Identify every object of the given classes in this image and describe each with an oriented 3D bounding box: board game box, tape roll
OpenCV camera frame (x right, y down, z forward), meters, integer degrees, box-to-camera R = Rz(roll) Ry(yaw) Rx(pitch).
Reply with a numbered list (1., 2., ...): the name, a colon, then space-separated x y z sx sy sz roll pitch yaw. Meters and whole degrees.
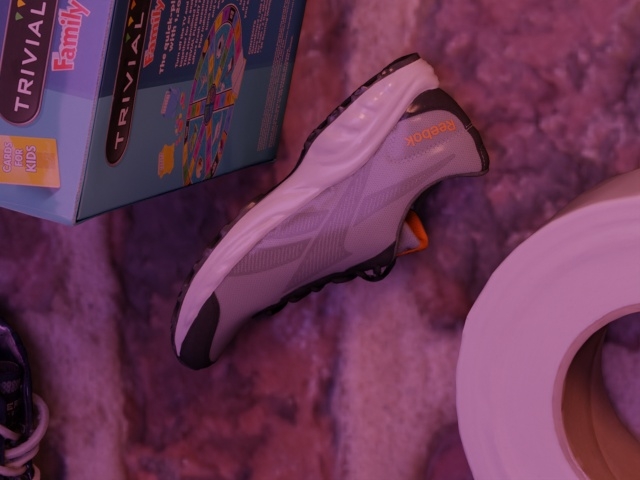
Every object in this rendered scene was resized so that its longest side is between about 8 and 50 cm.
1. board game box: -0.093 -0.161 1.195 0.079 0.336 0.253 15 102 16
2. tape roll: 0.233 0.097 1.231 0.286 0.100 0.286 7 107 23

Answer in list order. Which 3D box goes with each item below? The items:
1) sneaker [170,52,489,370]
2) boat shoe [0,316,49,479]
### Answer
1. sneaker: 0.000 0.000 1.318 0.108 0.100 0.271 45 109 1
2. boat shoe: -0.246 0.177 1.406 0.158 0.127 0.340 -42 84 27
